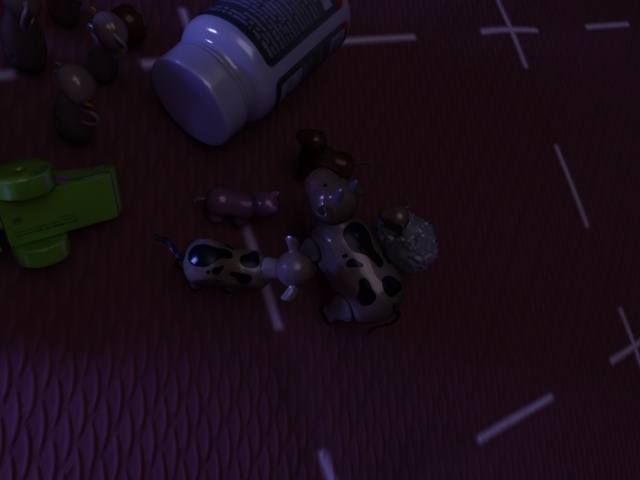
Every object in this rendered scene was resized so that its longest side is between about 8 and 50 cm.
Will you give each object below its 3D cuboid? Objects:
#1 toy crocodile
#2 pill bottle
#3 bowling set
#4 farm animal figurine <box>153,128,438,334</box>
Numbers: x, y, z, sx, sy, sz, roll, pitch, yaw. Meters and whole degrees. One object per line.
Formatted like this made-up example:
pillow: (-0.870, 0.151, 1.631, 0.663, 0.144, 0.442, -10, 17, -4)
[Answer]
toy crocodile: (-0.393, -0.015, 0.606, 0.340, 0.105, 0.115, -26, 131, -30)
pill bottle: (-0.096, -0.277, 0.781, 0.161, 0.161, 0.283, 45, 62, -9)
bowling set: (-0.312, -0.291, 0.681, 0.200, 0.154, 0.287, -42, 97, -28)
farm animal figurine: (0.000, 0.000, 0.749, 0.327, 0.172, 0.330, 45, 62, -9)
